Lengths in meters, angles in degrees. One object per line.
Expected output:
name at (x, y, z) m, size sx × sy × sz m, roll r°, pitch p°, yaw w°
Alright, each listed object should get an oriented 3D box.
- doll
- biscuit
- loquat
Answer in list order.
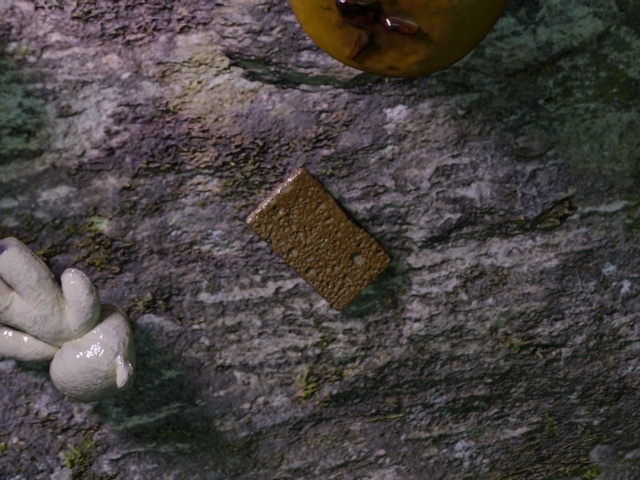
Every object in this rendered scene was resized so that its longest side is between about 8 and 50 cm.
doll at (-0.382, 0.110, 1.658) m, size 0.278 × 0.175 × 0.149 m, roll 47°, pitch 53°, yaw -17°
biscuit at (0.000, 0.000, 1.776) m, size 0.131 × 0.025 × 0.231 m, roll -43°, pitch 116°, yaw 2°
loquat at (0.112, -0.400, 1.531) m, size 0.328 × 0.328 × 0.359 m, roll 45°, pitch 48°, yaw -25°
